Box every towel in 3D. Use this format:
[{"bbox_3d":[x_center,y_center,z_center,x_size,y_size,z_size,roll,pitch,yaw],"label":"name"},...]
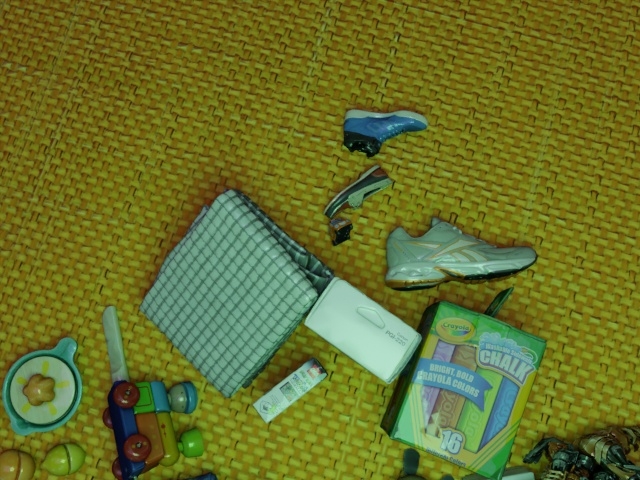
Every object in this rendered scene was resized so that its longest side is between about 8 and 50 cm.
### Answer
[{"bbox_3d":[-0.135,0.081,1.111,0.235,0.121,0.284,45,117,13],"label":"towel"}]

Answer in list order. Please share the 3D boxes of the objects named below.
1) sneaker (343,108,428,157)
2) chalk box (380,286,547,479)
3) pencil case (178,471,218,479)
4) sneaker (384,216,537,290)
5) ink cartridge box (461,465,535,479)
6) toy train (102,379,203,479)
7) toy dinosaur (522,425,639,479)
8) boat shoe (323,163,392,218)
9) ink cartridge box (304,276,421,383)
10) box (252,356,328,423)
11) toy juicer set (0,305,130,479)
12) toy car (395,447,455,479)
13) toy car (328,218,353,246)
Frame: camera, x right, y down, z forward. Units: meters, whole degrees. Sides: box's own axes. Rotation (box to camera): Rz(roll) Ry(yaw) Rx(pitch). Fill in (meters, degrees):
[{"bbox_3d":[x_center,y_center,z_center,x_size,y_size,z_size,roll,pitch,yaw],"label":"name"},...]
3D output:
[{"bbox_3d":[0.115,-0.187,1.234,0.152,0.058,0.085,5,74,7],"label":"sneaker"},{"bbox_3d":[0.233,0.205,1.101,0.179,0.180,0.289,21,79,5],"label":"chalk box"},{"bbox_3d":[-0.292,0.466,1.095,0.306,0.133,0.119,-13,44,-2],"label":"pencil case"},{"bbox_3d":[0.238,0.013,1.180,0.262,0.099,0.121,-4,75,-1],"label":"sneaker"},{"bbox_3d":[0.300,0.453,1.110,0.109,0.063,0.151,-10,79,0],"label":"ink cartridge box"},{"bbox_3d":[-0.249,0.339,1.087,0.143,0.105,0.248,-2,55,-32],"label":"toy train"},{"bbox_3d":[0.446,0.370,1.060,0.322,0.164,0.218,-38,55,-13],"label":"toy dinosaur"},{"bbox_3d":[0.066,-0.080,1.225,0.137,0.049,0.043,-38,83,-10],"label":"boat shoe"},{"bbox_3d":[0.065,0.145,1.094,0.158,0.218,0.092,34,82,7],"label":"ink cartridge box"},{"bbox_3d":[-0.042,0.234,1.086,0.114,0.207,0.036,-37,81,-5],"label":"box"},{"bbox_3d":[-0.442,0.281,1.147,0.329,0.089,0.209,-34,80,-5],"label":"toy juicer set"},{"bbox_3d":[0.139,0.435,1.107,0.155,0.149,0.188,36,54,4],"label":"toy car"},{"bbox_3d":[0.000,0.000,1.205,0.122,0.060,0.041,-33,65,-7],"label":"toy car"}]
